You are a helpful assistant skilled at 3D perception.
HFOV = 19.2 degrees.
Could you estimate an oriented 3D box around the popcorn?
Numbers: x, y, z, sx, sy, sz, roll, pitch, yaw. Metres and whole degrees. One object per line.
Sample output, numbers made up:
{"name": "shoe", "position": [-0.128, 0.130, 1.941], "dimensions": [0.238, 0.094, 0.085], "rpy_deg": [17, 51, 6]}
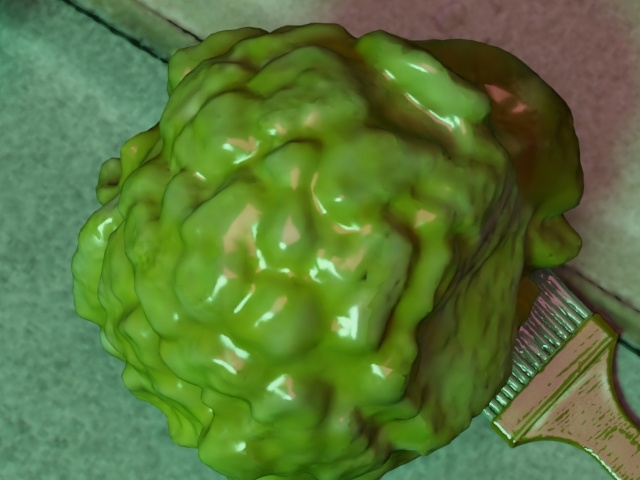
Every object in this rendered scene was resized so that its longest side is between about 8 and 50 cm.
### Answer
{"name": "popcorn", "position": [0.000, 0.000, 0.895], "dimensions": [0.212, 0.259, 0.259], "rpy_deg": [19, 82, 22]}

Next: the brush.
{"name": "brush", "position": [0.159, 0.110, 0.959], "dimensions": [0.082, 0.010, 0.218], "rpy_deg": [-45, 81, -4]}
